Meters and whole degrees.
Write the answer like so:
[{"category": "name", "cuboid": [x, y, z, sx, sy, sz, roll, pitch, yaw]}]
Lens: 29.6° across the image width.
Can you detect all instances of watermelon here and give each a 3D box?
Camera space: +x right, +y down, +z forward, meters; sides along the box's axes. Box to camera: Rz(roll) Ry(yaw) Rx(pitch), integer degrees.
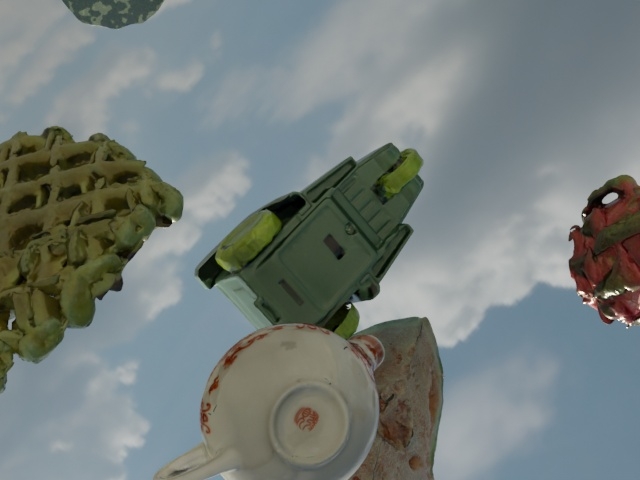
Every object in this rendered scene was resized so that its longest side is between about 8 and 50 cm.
[{"category": "watermelon", "cuboid": [0.053, 0.271, 1.607, 0.188, 0.175, 0.322, -2, -140, 34]}]

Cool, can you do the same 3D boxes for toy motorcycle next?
[{"category": "toy motorcycle", "cuboid": [0.000, 0.000, 1.620, 0.326, 0.191, 0.200, -47, -167, -27]}]

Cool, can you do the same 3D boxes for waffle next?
[{"category": "waffle", "cuboid": [-0.297, 0.003, 1.131, 0.297, 0.073, 0.317, 21, -126, 40]}]

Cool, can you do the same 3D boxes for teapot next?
[{"category": "teapot", "cuboid": [-0.037, 0.159, 1.072, 0.245, 0.159, 0.116, -21, -160, -12]}]

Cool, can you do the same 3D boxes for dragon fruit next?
[{"category": "dragon fruit", "cuboid": [0.345, 0.003, 1.211, 0.172, 0.160, 0.166, -19, -151, 45]}]

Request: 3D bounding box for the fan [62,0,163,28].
[{"category": "fan", "cuboid": [-0.333, -0.396, 1.880, 0.009, 0.240, 0.131, 11, -86, 46]}]
